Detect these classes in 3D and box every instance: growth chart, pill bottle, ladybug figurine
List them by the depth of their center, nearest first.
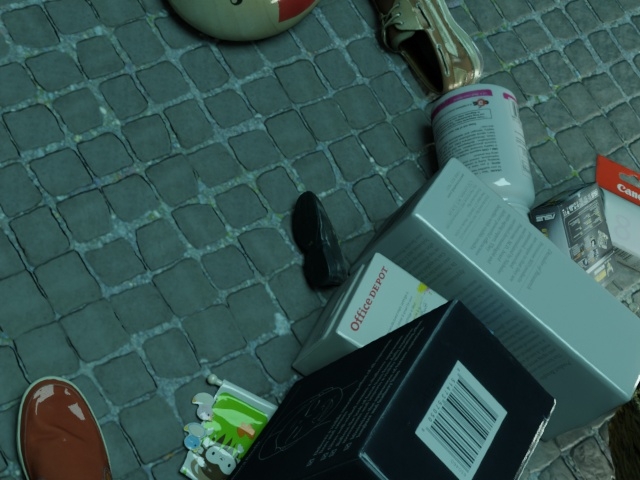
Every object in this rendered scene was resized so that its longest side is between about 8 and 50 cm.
[{"bbox_3d":[-0.125,0.323,1.757,0.171,0.021,0.237,21,56,-16],"label":"growth chart"},{"bbox_3d":[0.292,-0.120,2.123,0.160,0.160,0.283,7,62,-25],"label":"pill bottle"},{"bbox_3d":[-0.105,-0.544,2.134,0.305,0.162,0.449,36,54,-7],"label":"ladybug figurine"}]

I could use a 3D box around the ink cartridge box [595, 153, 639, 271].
[{"bbox_3d":[0.620,-0.053,2.330,0.189,0.066,0.232,23,60,-15],"label":"ink cartridge box"}]

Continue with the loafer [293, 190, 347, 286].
[{"bbox_3d":[0.000,0.000,1.977,0.061,0.062,0.170,11,61,-48],"label":"loafer"}]

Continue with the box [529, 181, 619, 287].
[{"bbox_3d":[0.454,0.007,2.121,0.231,0.056,0.183,-26,103,-57],"label":"box"}]

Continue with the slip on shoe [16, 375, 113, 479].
[{"bbox_3d":[-0.326,0.333,1.596,0.123,0.101,0.331,-5,66,-28],"label":"slip on shoe"}]

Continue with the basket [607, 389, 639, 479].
[{"bbox_3d":[0.596,0.383,1.871,0.222,0.213,0.299,1,57,-2],"label":"basket"}]

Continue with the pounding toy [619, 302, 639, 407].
[{"bbox_3d":[0.544,0.245,2.084,0.110,0.183,0.237,-30,80,-9],"label":"pounding toy"}]

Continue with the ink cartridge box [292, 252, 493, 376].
[{"bbox_3d":[0.112,0.172,1.869,0.232,0.168,0.171,36,53,-7],"label":"ink cartridge box"}]

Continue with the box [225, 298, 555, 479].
[{"bbox_3d":[0.071,0.302,1.616,0.212,0.395,0.293,46,49,-10],"label":"box"}]

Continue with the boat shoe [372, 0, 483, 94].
[{"bbox_3d":[0.171,-0.410,2.240,0.116,0.123,0.324,-36,83,-34],"label":"boat shoe"}]

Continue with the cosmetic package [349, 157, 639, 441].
[{"bbox_3d":[0.299,0.103,1.968,0.453,0.230,0.161,41,53,-4],"label":"cosmetic package"}]
